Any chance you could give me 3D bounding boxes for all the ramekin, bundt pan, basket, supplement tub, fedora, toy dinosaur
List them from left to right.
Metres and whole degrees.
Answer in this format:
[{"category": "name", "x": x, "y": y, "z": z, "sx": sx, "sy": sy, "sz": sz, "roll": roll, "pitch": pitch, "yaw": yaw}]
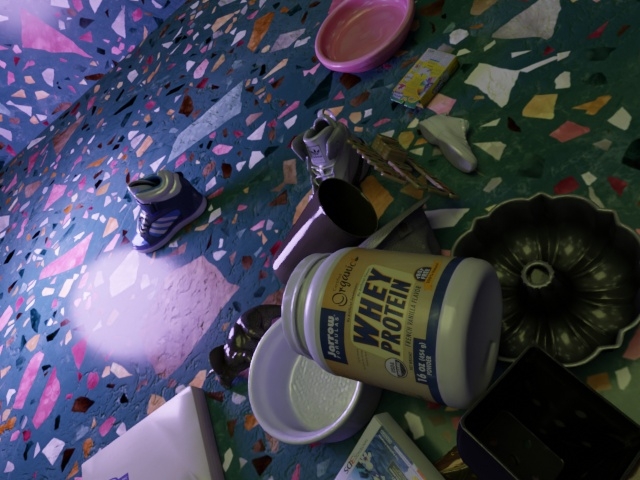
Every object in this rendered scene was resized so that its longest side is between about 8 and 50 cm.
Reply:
[{"category": "toy dinosaur", "x": -0.168, "y": 0.236, "z": 1.159, "sx": 0.160, "sy": 0.121, "sz": 0.313, "roll": 28, "pitch": 86, "yaw": 27}, {"category": "ramekin", "x": -0.004, "y": 0.291, "z": 1.006, "sx": 0.277, "sy": 0.135, "sz": 0.277, "roll": -16, "pitch": 56, "yaw": 26}, {"category": "basket", "x": 0.000, "y": 0.000, "z": 1.068, "sx": 0.227, "sy": 0.154, "sz": 0.204, "roll": -50, "pitch": 13, "yaw": 32}, {"category": "supplement tub", "x": 0.116, "y": 0.129, "z": 0.792, "sx": 0.316, "sy": 0.228, "sz": 0.228, "roll": 4, "pitch": 67, "yaw": 35}, {"category": "fedora", "x": 0.168, "y": 0.031, "z": 1.014, "sx": 0.124, "sy": 0.275, "sz": 0.243, "roll": 51, "pitch": 142, "yaw": 9}, {"category": "bundt pan", "x": 0.404, "y": 0.083, "z": 0.860, "sx": 0.331, "sy": 0.124, "sz": 0.330, "roll": -17, "pitch": 56, "yaw": 26}]

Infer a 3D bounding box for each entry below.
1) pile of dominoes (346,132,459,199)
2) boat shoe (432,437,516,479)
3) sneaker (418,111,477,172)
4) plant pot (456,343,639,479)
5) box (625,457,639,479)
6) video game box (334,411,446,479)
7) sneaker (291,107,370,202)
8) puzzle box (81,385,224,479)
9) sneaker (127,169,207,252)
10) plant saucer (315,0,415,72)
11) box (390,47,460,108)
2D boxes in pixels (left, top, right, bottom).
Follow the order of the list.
[{"category": "pile of dominoes", "x": 0.186, "y": -0.183, "z": 1.087, "sx": 0.040, "sy": 0.196, "sz": 0.251, "roll": -67, "pitch": 29, "yaw": 24}, {"category": "boat shoe", "x": 0.252, "y": 0.394, "z": 0.834, "sx": 0.178, "sy": 0.064, "sz": 0.060, "roll": -33, "pitch": 17, "yaw": 18}, {"category": "sneaker", "x": 0.326, "y": -0.249, "z": 1.139, "sx": 0.094, "sy": 0.080, "sz": 0.212, "roll": -31, "pitch": 49, "yaw": 1}, {"category": "plant pot", "x": 0.313, "y": 0.305, "z": 0.705, "sx": 0.187, "sy": 0.167, "sz": 0.188, "roll": -34, "pitch": 61, "yaw": -26}, {"category": "box", "x": 0.467, "y": 0.407, "z": 0.626, "sx": 0.381, "sy": 0.143, "sz": 0.191, "roll": -44, "pitch": 49, "yaw": 3}, {"category": "video game box", "x": 0.128, "y": 0.450, "z": 0.844, "sx": 0.205, "sy": 0.048, "sz": 0.187, "roll": 43, "pitch": 117, "yaw": 42}, {"category": "sneaker", "x": 0.006, "y": -0.146, "z": 1.197, "sx": 0.138, "sy": 0.210, "sz": 0.365, "roll": 4, "pitch": 67, "yaw": 36}, {"category": "puzzle box", "x": -0.427, "y": 0.585, "z": 1.176, "sx": 0.409, "sy": 0.052, "sz": 0.272, "roll": -37, "pitch": 50, "yaw": 11}, {"category": "sneaker", "x": -0.555, "y": -0.106, "z": 1.530, "sx": 0.323, "sy": 0.236, "sz": 0.130, "roll": -32, "pitch": 51, "yaw": 15}, {"category": "plant saucer", "x": 0.143, "y": -0.647, "z": 1.476, "sx": 0.332, "sy": 0.084, "sz": 0.331, "roll": -16, "pitch": 56, "yaw": 25}, {"category": "box", "x": 0.281, "y": -0.432, "z": 1.290, "sx": 0.179, "sy": 0.043, "sz": 0.105, "roll": -48, "pitch": 49, "yaw": -2}]
